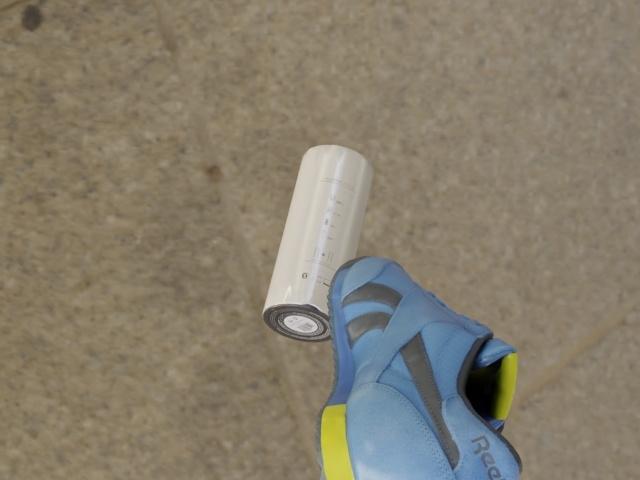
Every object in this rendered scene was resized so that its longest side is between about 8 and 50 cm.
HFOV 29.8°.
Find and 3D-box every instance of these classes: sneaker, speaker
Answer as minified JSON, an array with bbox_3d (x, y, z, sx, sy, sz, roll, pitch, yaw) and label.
[{"bbox_3d":[0.047,0.058,0.523,0.082,0.209,0.069,-20,109,9],"label":"sneaker"},{"bbox_3d":[0.000,0.000,0.852,0.055,0.055,0.136,39,51,-37],"label":"speaker"}]
